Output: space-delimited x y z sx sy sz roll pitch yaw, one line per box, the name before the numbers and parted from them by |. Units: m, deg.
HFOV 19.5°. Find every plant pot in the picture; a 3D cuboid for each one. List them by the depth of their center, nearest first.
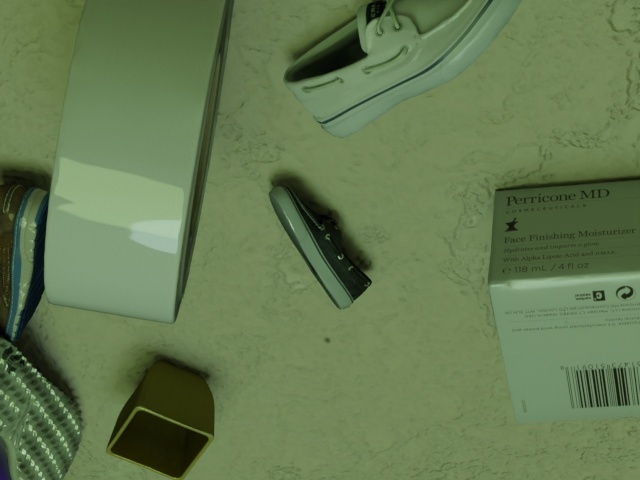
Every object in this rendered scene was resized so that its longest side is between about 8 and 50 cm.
plant pot | -0.147 0.165 1.787 0.081 0.083 0.081 24 132 -14

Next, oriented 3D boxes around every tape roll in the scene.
tape roll | -0.133 -0.081 1.414 0.100 0.286 0.286 9 134 -2

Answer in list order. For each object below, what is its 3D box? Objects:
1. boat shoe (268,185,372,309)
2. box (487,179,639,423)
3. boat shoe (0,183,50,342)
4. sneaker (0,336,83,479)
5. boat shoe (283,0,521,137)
boat shoe | 0.000 0.000 1.643 0.040 0.049 0.142 -36 125 -6
box | 0.245 0.053 1.606 0.180 0.119 0.182 -5 132 12
boat shoe | -0.282 0.015 1.683 0.066 0.066 0.183 20 131 4
sneaker | -0.335 0.152 1.799 0.146 0.102 0.293 19 153 25
boat shoe | 0.059 -0.156 1.454 0.075 0.083 0.226 34 129 -25
